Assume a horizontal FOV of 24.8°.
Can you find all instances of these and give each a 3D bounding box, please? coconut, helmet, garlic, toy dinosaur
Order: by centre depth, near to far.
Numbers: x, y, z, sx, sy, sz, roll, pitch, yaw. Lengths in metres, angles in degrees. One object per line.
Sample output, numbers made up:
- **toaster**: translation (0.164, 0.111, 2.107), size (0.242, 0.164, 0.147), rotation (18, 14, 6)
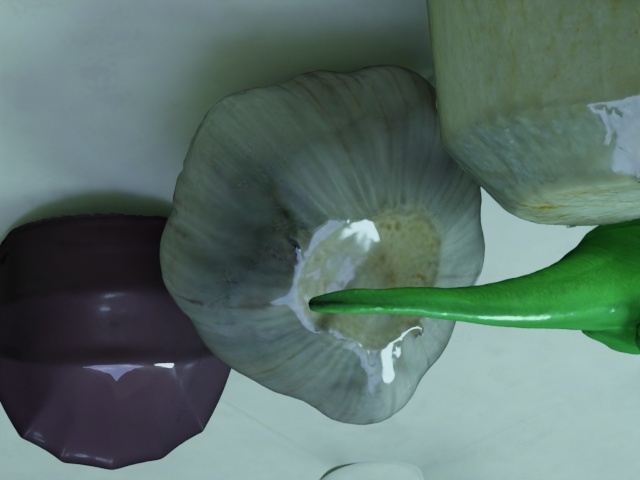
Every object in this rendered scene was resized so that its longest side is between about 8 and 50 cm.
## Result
- **coconut**: translation (0.222, -0.169, 1.110), size (0.323, 0.323, 0.323), rotation (-4, 141, -3)
- **toy dinosaur**: translation (0.218, 0.026, 1.283), size (0.499, 0.144, 0.374), rotation (3, -179, -8)
- **garlic**: translation (0.000, 0.000, 1.300), size (0.317, 0.259, 0.317), rotation (-6, 115, -13)
- **helmet**: translation (-0.212, 0.130, 1.486), size (0.271, 0.197, 0.338), rotation (1, 140, -13)
